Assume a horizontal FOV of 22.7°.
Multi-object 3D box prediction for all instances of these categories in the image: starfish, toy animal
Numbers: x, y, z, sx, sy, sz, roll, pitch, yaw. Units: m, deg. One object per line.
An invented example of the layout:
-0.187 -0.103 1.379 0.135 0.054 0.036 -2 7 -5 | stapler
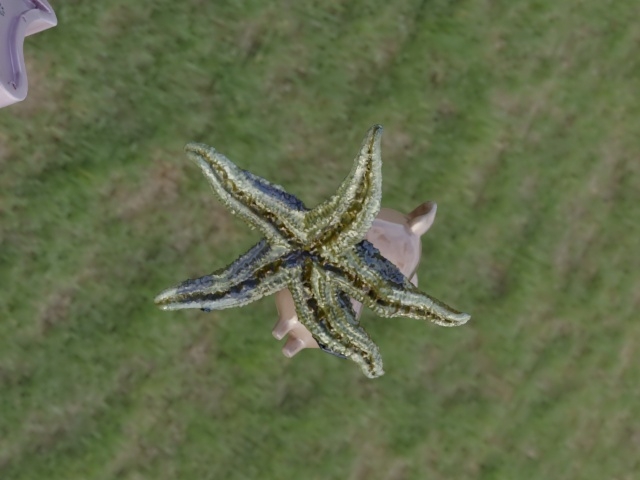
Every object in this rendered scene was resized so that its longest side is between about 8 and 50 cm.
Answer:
0.000 0.000 1.008 0.176 0.208 0.053 -55 -163 30 | starfish
0.020 0.027 1.157 0.150 0.089 0.083 -38 178 -22 | toy animal

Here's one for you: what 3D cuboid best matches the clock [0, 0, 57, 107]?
-0.411 -0.276 1.941 0.080 0.275 0.290 -19 171 13 | clock
